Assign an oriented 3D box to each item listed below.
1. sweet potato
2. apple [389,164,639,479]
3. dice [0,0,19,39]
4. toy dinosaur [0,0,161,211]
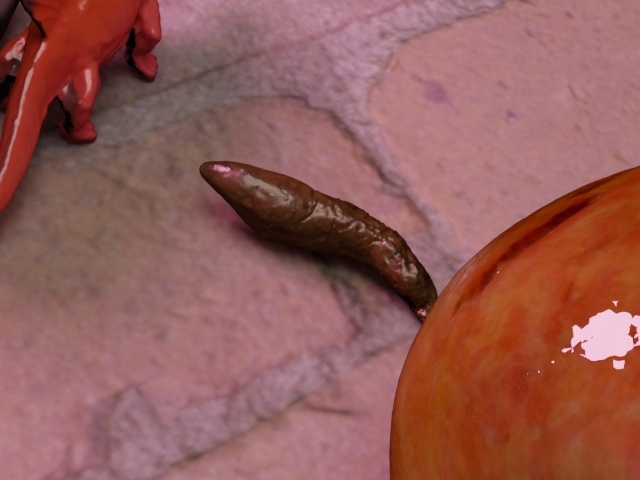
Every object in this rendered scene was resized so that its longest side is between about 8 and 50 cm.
[{"bbox_3d":[0.004,-0.005,0.660,0.153,0.038,0.041,31,74,-1],"label":"sweet potato"},{"bbox_3d":[0.165,0.086,0.500,0.264,0.264,0.264,7,53,-9],"label":"apple"},{"bbox_3d":[-0.256,-0.166,0.621,0.181,0.183,0.182,22,54,0],"label":"dice"},{"bbox_3d":[-0.139,-0.114,0.638,0.070,0.139,0.286,27,53,7],"label":"toy dinosaur"}]
